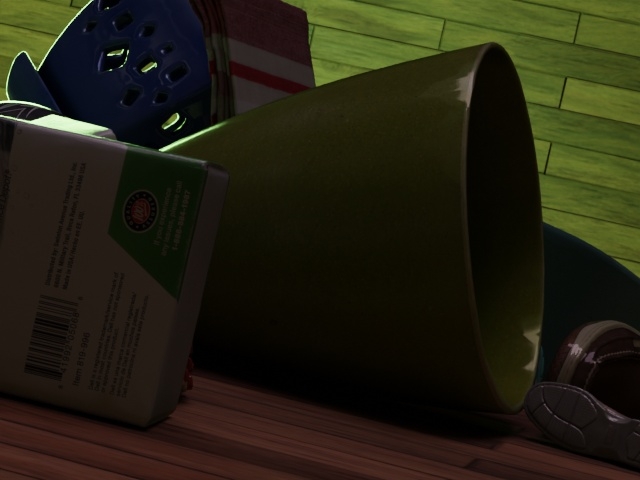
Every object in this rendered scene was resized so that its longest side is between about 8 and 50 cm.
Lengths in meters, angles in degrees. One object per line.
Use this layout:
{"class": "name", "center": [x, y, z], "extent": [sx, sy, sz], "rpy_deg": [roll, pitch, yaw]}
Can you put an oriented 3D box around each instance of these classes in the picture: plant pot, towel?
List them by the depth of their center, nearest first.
{"class": "plant pot", "center": [0.000, 0.000, 1.444], "extent": [0.293, 0.274, 0.275], "rpy_deg": [-4, -3, 17]}
{"class": "towel", "center": [-0.044, -0.068, 1.759], "extent": [0.037, 0.329, 0.237], "rpy_deg": [-9, -5, 20]}
{"class": "plant pot", "center": [0.195, 0.064, 1.845], "extent": [0.234, 0.165, 0.166], "rpy_deg": [19, -1, -24]}
{"class": "plant pot", "center": [-0.175, -0.104, 1.920], "extent": [0.236, 0.212, 0.236], "rpy_deg": [55, -8, 45]}

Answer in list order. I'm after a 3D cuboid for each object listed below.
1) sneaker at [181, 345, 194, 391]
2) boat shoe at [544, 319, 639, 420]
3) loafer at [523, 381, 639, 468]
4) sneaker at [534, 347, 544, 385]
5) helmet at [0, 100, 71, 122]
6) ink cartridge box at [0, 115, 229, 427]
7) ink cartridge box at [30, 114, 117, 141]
{"class": "sneaker", "center": [-0.146, 0.053, 1.240], "extent": [0.093, 0.088, 0.225], "rpy_deg": [-11, 12, -25]}
{"class": "boat shoe", "center": [0.263, 0.121, 1.515], "extent": [0.095, 0.095, 0.257], "rpy_deg": [21, 5, 29]}
{"class": "loafer", "center": [0.207, 0.141, 1.388], "extent": [0.125, 0.045, 0.039], "rpy_deg": [21, -11, 31]}
{"class": "sneaker", "center": [0.119, 0.107, 1.673], "extent": [0.166, 0.065, 0.076], "rpy_deg": [15, -17, -40]}
{"class": "helmet", "center": [-0.233, -0.026, 1.473], "extent": [0.169, 0.161, 0.169], "rpy_deg": [12, 2, 0]}
{"class": "ink cartridge box", "center": [-0.173, 0.007, 1.082], "extent": [0.208, 0.153, 0.087], "rpy_deg": [14, 1, 6]}
{"class": "ink cartridge box", "center": [-0.230, -0.014, 1.229], "extent": [0.191, 0.082, 0.139], "rpy_deg": [-21, 15, -20]}
